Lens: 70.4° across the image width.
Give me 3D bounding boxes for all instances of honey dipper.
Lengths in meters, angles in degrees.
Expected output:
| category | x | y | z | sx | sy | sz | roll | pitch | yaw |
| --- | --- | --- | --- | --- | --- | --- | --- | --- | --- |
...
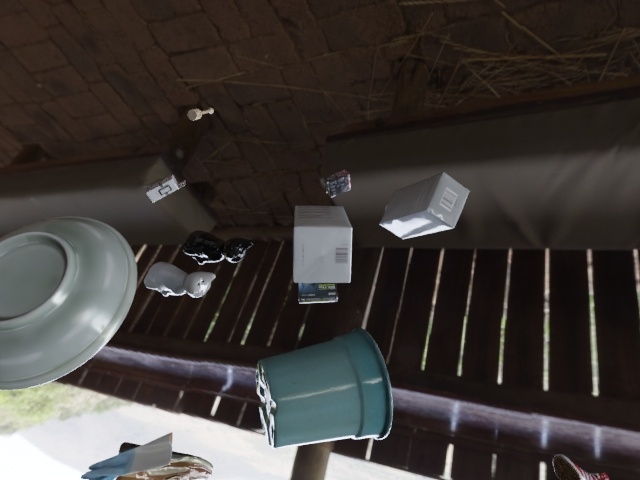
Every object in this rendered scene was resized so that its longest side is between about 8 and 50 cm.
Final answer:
| category | x | y | z | sx | sy | sz | roll | pitch | yaw |
| --- | --- | --- | --- | --- | --- | --- | --- | --- | --- |
| honey dipper | -0.349 | -0.378 | 1.336 | 0.031 | 0.160 | 0.030 | 2 | 111 | 5 |

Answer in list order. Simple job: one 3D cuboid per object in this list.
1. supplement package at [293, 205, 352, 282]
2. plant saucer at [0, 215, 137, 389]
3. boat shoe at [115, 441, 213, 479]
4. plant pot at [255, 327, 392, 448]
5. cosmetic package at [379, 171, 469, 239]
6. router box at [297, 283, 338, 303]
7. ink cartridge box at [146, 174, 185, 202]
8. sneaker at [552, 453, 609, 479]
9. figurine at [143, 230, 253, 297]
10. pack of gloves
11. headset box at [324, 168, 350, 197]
| category | x | y | z | sx | sy | sz | roll | pitch | yaw |
| --- | --- | --- | --- | --- | --- | --- | --- | --- | --- |
| supplement package | 0.000 | 0.000 | 1.140 | 0.134 | 0.244 | 0.138 | 0 | 107 | -2 |
| plant saucer | -0.592 | 0.094 | 0.930 | 0.401 | 0.400 | 0.100 | 11 | 149 | 10 |
| boat shoe | -0.447 | 0.659 | 1.286 | 0.123 | 0.119 | 0.324 | -10 | 146 | 34 |
| plant pot | -0.007 | 0.459 | 1.372 | 0.334 | 0.340 | 0.341 | -6 | 154 | -19 |
| cosmetic package | 0.280 | -0.090 | 1.261 | 0.107 | 0.127 | 0.238 | 31 | 164 | -14 |
| router box | -0.010 | 0.146 | 1.416 | 0.123 | 0.092 | 0.038 | -3 | 145 | -3 |
| ink cartridge box | -0.351 | -0.123 | 1.032 | 0.083 | 0.048 | 0.028 | -29 | 117 | -5 |
| sneaker | 0.469 | 0.420 | 0.810 | 0.118 | 0.067 | 0.042 | 52 | 136 | 11 |
| figurine | -0.293 | 0.061 | 1.108 | 0.210 | 0.215 | 0.092 | 0 | 127 | 42 |
| pack of gloves | -0.434 | 0.524 | 0.960 | 0.232 | 0.195 | 0.046 | -23 | 123 | 1 |
| headset box | 0.057 | -0.178 | 1.402 | 0.032 | 0.083 | 0.062 | 48 | 156 | 42 |
